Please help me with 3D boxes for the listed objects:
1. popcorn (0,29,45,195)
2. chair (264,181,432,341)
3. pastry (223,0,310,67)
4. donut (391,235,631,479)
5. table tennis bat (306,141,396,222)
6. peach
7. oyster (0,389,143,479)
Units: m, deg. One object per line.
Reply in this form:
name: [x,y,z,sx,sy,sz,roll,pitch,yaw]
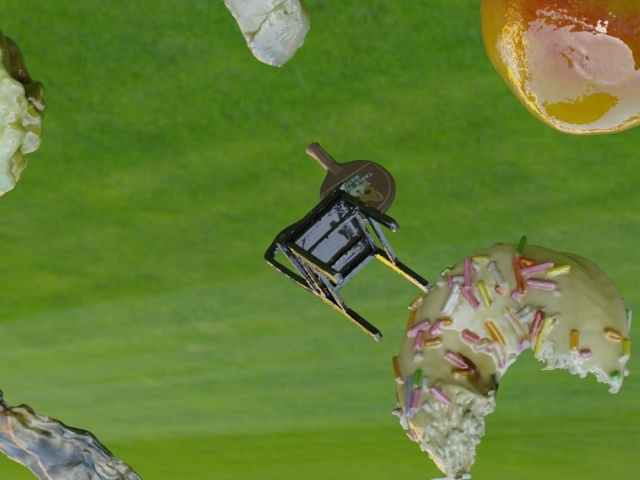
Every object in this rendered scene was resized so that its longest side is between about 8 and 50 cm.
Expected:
popcorn: [-0.457,-0.158,1.498,0.237,0.293,0.293,-32,169,-14]
chair: [0.000,0.000,1.169,0.212,0.084,0.101,34,162,48]
pastry: [-0.072,-0.298,1.514,0.088,0.166,0.166,-29,155,9]
donut: [0.257,0.147,1.767,0.371,0.307,0.150,-36,132,28]
table tennis bat: [0.046,-0.059,1.813,0.107,0.170,0.119,-35,146,-13]
peach: [0.367,-0.307,1.723,0.289,0.289,0.308,-11,131,40]
oyster: [-0.213,0.261,1.259,0.345,0.078,0.129,34,143,-3]
